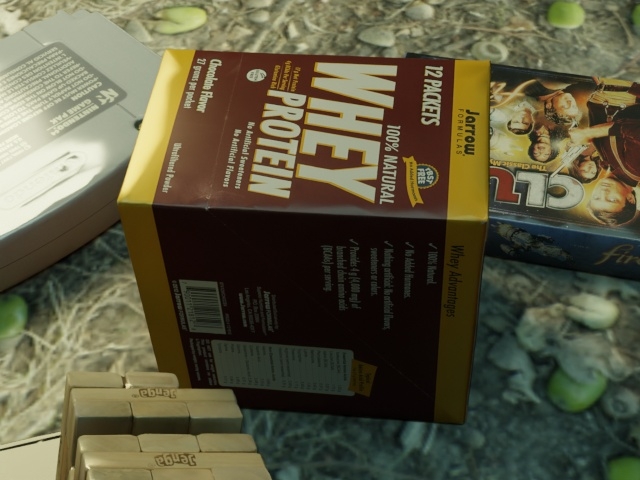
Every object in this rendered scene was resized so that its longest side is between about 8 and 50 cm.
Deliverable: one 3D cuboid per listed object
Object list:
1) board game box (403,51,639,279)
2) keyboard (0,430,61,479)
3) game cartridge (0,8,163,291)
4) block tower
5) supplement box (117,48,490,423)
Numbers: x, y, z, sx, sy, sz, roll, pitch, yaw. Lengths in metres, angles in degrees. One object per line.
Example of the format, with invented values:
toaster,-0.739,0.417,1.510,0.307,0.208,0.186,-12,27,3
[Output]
board game box,0.163,-0.057,0.829,0.243,0.042,0.165,9,50,12
keyboard,-0.235,0.210,0.625,0.317,0.033,0.201,-13,42,-7
game cartridge,-0.241,-0.060,0.855,0.297,0.062,0.198,-36,59,-25
block tower,-0.055,0.168,0.480,0.091,0.097,0.335,3,21,-18
supplement box,0.000,0.000,0.689,0.194,0.191,0.129,3,49,6
